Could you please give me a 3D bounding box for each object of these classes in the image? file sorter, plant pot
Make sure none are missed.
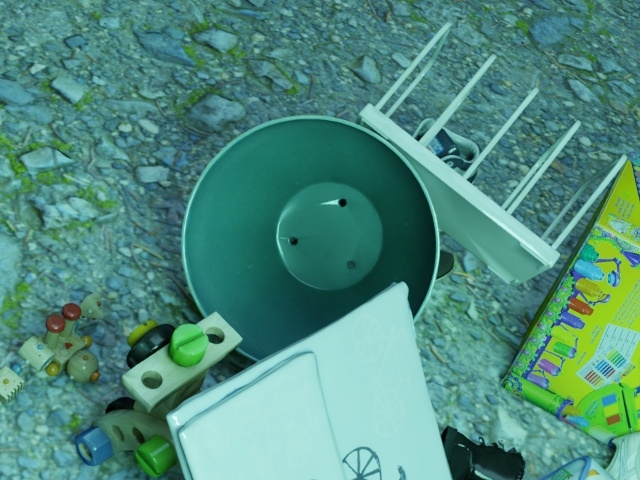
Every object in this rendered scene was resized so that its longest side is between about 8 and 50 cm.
[{"bbox_3d":[0.196,-0.105,1.414,0.278,0.193,0.173,38,80,3],"label":"file sorter"},{"bbox_3d":[0.000,0.000,1.386,0.290,0.290,0.195,25,7,6],"label":"plant pot"}]

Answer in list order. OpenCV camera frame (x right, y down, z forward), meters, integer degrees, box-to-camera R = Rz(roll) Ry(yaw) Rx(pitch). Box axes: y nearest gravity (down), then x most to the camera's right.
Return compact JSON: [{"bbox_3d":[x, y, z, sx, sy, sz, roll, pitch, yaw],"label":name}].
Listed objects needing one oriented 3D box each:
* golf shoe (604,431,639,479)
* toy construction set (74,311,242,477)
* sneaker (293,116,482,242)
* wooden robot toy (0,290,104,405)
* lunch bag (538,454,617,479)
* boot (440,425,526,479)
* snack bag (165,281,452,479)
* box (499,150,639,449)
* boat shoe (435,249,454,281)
[{"bbox_3d":[0.356,0.301,1.343,0.069,0.086,0.176,44,55,-30],"label":"golf shoe"},{"bbox_3d":[-0.079,0.191,1.149,0.309,0.237,0.257,-6,48,-27],"label":"toy construction set"},{"bbox_3d":[0.091,-0.076,1.556,0.282,0.153,0.099,-9,49,-29],"label":"sneaker"},{"bbox_3d":[-0.275,0.126,1.271,0.079,0.076,0.173,40,45,6],"label":"wooden robot toy"},{"bbox_3d":[0.195,0.356,1.091,0.115,0.243,0.303,37,43,-6],"label":"lunch bag"},{"bbox_3d":[0.175,0.269,1.312,0.099,0.045,0.121,25,41,1],"label":"boot"},{"bbox_3d":[0.024,0.244,1.117,0.037,0.323,0.342,-5,15,44],"label":"snack bag"},{"bbox_3d":[0.414,0.103,1.393,0.279,0.290,0.177,29,42,9],"label":"box"},{"bbox_3d":[0.123,0.028,1.545,0.133,0.042,0.049,-3,45,-25],"label":"boat shoe"}]
